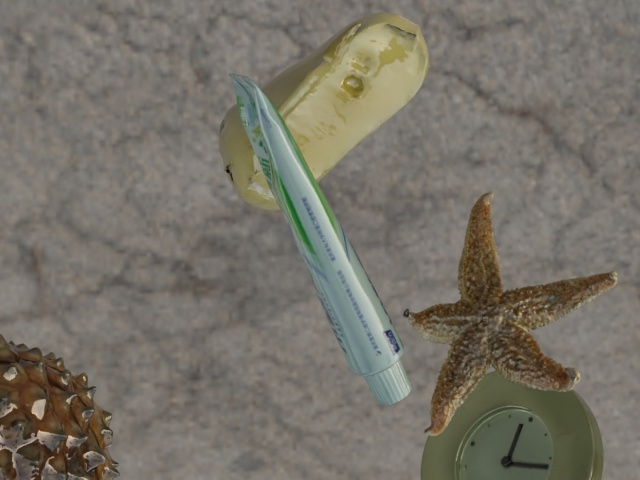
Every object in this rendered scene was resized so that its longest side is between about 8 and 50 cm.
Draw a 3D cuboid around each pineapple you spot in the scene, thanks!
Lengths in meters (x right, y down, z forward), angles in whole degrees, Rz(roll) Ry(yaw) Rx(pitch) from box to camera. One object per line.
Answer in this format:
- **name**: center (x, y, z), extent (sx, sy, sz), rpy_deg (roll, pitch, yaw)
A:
- **pineapple**: center (-0.254, 0.123, 0.870), extent (0.175, 0.175, 0.361), rpy_deg (-13, 157, 9)

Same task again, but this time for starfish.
- **starfish**: center (0.207, 0.079, 1.437), extent (0.231, 0.295, 0.048), rpy_deg (1, 151, 26)

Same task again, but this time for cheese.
- **cheese**: center (-0.009, -0.138, 1.463), extent (0.259, 0.128, 0.316), rpy_deg (-39, -169, -11)

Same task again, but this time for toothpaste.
- **toothpaste**: center (0.000, 0.000, 1.040), extent (0.048, 0.075, 0.297), rpy_deg (-28, 107, -9)

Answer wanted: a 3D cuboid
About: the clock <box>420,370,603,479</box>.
- **clock**: center (0.221, 0.262, 1.534), extent (0.235, 0.235, 0.029), rpy_deg (-27, 140, 27)
